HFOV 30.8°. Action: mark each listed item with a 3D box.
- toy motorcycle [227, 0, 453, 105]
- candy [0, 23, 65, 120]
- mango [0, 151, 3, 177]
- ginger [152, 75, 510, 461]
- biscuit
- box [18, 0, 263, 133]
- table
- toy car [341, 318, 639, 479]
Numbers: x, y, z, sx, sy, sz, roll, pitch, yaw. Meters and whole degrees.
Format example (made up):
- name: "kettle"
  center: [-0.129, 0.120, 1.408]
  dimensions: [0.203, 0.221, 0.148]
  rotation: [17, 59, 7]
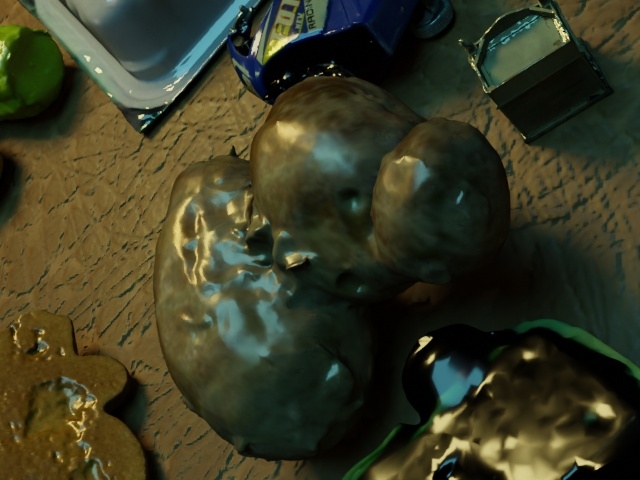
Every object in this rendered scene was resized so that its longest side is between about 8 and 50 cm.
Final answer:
- name: "toy motorcycle"
  center: [0.014, -0.208, 0.988]
  dimensions: [0.169, 0.113, 0.315]
  rotation: [8, 65, 44]
- name: "candy"
  center: [-0.365, -0.169, 1.228]
  dimensions: [0.209, 0.097, 0.096]
  rotation: [-5, 65, 34]
- name: "mango"
  center: [-0.398, -0.067, 1.212]
  dimensions: [0.161, 0.076, 0.103]
  rotation: [-16, 66, 36]
- name: "ginger"
  center: [0.000, 0.000, 0.824]
  dimensions: [0.304, 0.155, 0.244]
  rotation: [-49, 48, 33]
- name: "biscuit"
  center: [-0.232, 0.169, 0.965]
  dimensions: [0.184, 0.035, 0.249]
  rotation: [-25, 58, -21]
- name: "box"
  center: [-0.197, -0.303, 1.173]
  dimensions: [0.264, 0.106, 0.337]
  rotation: [-49, 50, 4]
- name: "table"
  center: [0.159, -0.131, 0.868]
  dimensions: [0.079, 0.083, 0.062]
  rotation: [-33, 55, 17]
- name: "toy car"
  center: [0.077, 0.221, 0.697]
  dimensions: [0.358, 0.176, 0.213]
  rotation: [-46, 33, -4]
